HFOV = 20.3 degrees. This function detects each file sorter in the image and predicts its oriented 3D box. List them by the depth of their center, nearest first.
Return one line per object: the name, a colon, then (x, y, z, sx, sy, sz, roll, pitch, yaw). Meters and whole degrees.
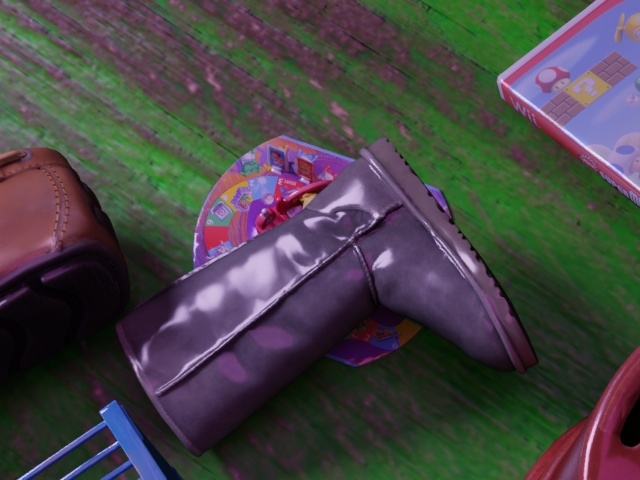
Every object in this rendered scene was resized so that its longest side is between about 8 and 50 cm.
file sorter: (-0.107, 0.185, 0.990, 0.104, 0.170, 0.118, -34, 69, -6)

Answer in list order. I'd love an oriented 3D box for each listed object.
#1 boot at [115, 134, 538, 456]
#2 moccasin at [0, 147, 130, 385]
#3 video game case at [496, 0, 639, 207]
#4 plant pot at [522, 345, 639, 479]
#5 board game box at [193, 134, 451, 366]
boot: (0.001, 0.059, 1.062, 0.208, 0.076, 0.190, -36, 60, -2)
moccasin: (-0.306, 0.060, 1.074, 0.380, 0.139, 0.147, -33, 54, -4)
video game case: (0.276, -0.081, 1.104, 0.204, 0.025, 0.285, -38, 52, -11)
plant pot: (0.227, 0.162, 0.922, 0.272, 0.265, 0.272, -1, 68, 3)
board game box: (0.000, 0.000, 1.131, 0.168, 0.033, 0.133, 20, 70, 12)
